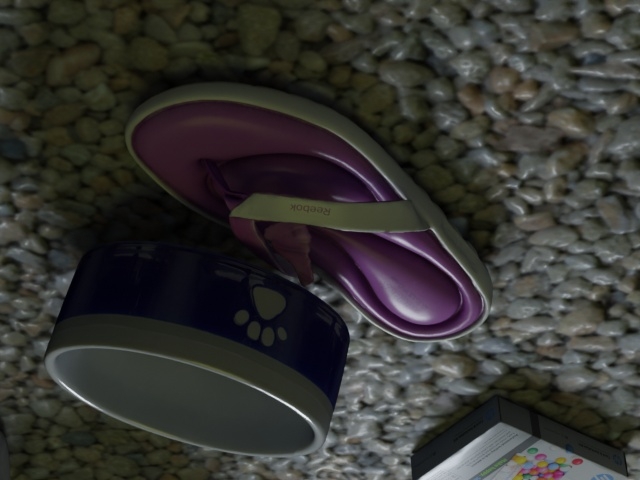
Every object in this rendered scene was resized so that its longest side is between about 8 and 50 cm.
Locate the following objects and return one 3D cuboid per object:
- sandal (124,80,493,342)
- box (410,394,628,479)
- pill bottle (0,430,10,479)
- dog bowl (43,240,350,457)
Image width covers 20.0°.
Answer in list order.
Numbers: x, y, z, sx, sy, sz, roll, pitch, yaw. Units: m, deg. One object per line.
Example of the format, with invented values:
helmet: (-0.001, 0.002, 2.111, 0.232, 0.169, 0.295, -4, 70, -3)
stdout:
sandal: (0.011, -0.008, 1.594, 0.416, 0.102, 0.169, 31, 130, -33)
box: (0.214, 0.244, 1.953, 0.186, 0.038, 0.145, 25, 133, -30)
pill bottle: (-0.434, 0.253, 1.872, 0.215, 0.117, 0.117, -1, 140, -2)
dog bowl: (-0.110, 0.102, 1.647, 0.265, 0.104, 0.265, 14, 158, 6)
